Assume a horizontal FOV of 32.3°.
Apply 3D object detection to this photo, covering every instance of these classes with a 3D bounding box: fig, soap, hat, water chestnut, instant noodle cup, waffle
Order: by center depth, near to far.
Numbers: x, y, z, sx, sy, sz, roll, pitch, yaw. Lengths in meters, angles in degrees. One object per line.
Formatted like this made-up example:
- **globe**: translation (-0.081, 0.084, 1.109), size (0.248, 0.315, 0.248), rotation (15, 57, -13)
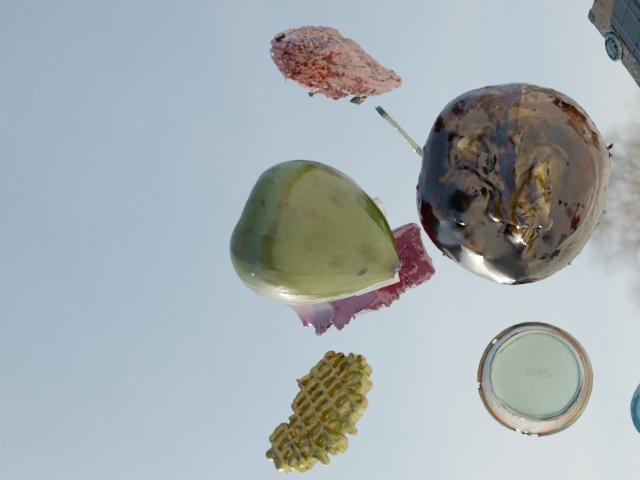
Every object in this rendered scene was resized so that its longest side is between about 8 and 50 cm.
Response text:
- **fig**: translation (0.000, 0.000, 1.492), size (0.203, 0.225, 0.202), rotation (21, -90, -80)
- **water chestnut**: translation (0.309, -0.085, 1.781), size (0.347, 0.335, 0.335), rotation (-51, -42, -69)
- **hat**: translation (0.003, -0.304, 1.918), size (0.286, 0.237, 0.107), rotation (-33, -36, -66)
- **waffle**: translation (-0.001, 0.320, 2.095), size (0.056, 0.249, 0.253), rotation (40, -140, -28)
- **soap**: translation (0.067, 0.078, 2.101), size (0.220, 0.325, 0.127), rotation (-28, -91, -22)
- **instant noodle cup**: translation (0.414, 0.262, 2.119), size (0.182, 0.230, 0.230), rotation (47, -129, -77)

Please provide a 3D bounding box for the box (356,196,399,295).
- **box**: translation (0.080, 0.010, 1.894), size (0.040, 0.084, 0.154), rotation (-125, 20, -63)

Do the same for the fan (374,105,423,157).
- **fan**: translation (0.162, -0.199, 2.100), size (0.016, 0.038, 0.193), rotation (-44, -46, 7)

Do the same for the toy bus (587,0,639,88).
- **toy bus**: translation (0.556, -0.329, 1.768), size (0.167, 0.139, 0.275), rotation (88, 160, -58)

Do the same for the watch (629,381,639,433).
- **watch**: translation (0.570, 0.225, 1.599), size (0.193, 0.211, 0.210), rotation (82, -165, -85)
